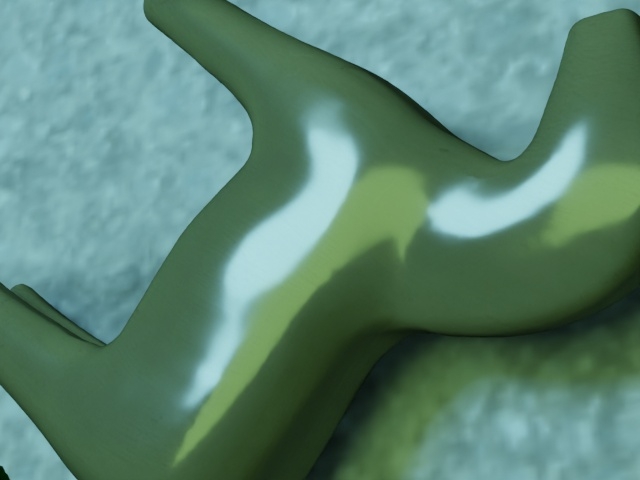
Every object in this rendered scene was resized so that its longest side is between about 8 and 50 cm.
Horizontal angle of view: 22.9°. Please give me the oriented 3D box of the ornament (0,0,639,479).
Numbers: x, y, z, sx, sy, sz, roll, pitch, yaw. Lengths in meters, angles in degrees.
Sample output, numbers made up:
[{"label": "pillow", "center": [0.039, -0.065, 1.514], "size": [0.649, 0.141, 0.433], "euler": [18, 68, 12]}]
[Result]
[{"label": "ornament", "center": [0.000, 0.000, 0.528], "size": [0.245, 0.061, 0.230], "euler": [37, 93, 38]}]

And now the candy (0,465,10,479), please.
[{"label": "candy", "center": [-0.107, 0.192, 0.523], "size": [0.203, 0.078, 0.141], "euler": [-55, 41, 20]}]
